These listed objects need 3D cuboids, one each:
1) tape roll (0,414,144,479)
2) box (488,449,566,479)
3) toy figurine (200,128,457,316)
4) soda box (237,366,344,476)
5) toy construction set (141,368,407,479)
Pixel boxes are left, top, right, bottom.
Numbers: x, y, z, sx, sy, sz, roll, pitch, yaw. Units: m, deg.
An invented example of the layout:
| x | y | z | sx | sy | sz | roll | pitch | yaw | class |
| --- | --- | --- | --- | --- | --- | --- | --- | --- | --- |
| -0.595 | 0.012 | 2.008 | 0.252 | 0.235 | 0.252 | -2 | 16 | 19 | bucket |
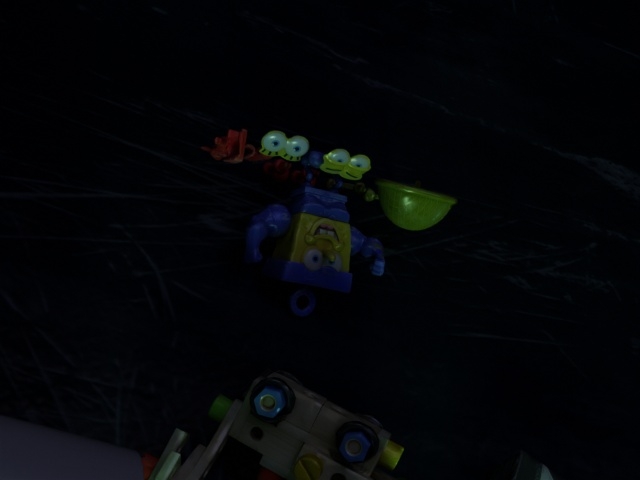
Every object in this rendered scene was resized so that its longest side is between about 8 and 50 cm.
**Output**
| x | y | z | sx | sy | sz | roll | pitch | yaw | class |
| --- | --- | --- | --- | --- | --- | --- | --- | --- | --- |
| -0.271 | 0.276 | 0.801 | 0.169 | 0.246 | 0.246 | 20 | 48 | -18 | tape roll |
| 0.322 | 0.445 | 1.162 | 0.307 | 0.076 | 0.242 | 36 | 45 | -3 | box |
| 0.000 | 0.000 | 1.297 | 0.362 | 0.191 | 0.217 | 14 | 80 | -32 | toy figurine |
| -0.026 | 0.233 | 1.122 | 0.169 | 0.053 | 0.060 | 42 | 45 | 2 | soda box |
| -0.032 | 0.270 | 1.021 | 0.327 | 0.215 | 0.151 | 25 | 5 | -6 | toy construction set |
